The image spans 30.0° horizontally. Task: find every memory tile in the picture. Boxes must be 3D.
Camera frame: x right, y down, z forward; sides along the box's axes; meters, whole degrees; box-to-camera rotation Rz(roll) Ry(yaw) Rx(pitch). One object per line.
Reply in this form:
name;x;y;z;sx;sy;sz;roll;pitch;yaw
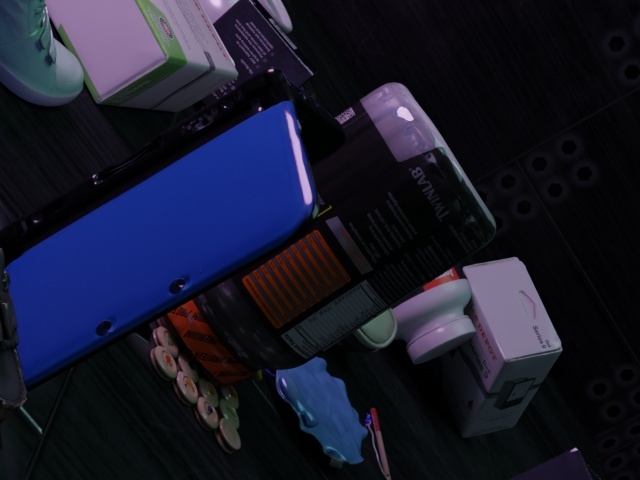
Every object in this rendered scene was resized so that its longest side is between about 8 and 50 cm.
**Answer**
memory tile;-0.128;0.146;1.251;0.148;0.012;0.113;54;14;-24

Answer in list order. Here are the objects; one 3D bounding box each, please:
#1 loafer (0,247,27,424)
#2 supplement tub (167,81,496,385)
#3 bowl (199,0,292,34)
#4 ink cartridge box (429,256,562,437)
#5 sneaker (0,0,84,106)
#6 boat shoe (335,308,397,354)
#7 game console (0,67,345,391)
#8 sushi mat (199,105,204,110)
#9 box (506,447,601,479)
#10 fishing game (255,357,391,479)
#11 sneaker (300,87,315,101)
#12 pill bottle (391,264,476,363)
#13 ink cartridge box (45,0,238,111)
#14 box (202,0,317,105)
loafer;-0.273;0.004;0.858;0.267;0.084;0.096;62;13;7
supplement tub;0.000;0.000;1.288;0.207;0.338;0.207;56;6;-9
bowl;-0.141;-0.395;2.099;0.298;0.134;0.298;56;14;-21
ink cartridge box;0.313;0.200;2.211;0.289;0.121;0.211;106;-31;-51
sneaker;-0.278;-0.231;1.202;0.094;0.151;0.256;65;13;26
boat shoe;-0.019;0.037;1.768;0.335;0.095;0.112;54;50;-11
game console;-0.112;0.007;1.000;0.173;0.293;0.250;66;14;19
sushi mat;-0.093;-0.101;1.899;0.151;0.019;0.316;65;14;23
box;0.167;0.391;1.099;0.312;0.343;0.179;46;20;-45
fishing game;-0.005;0.211;1.517;0.264;0.041;0.189;41;21;-33
sneaker;-0.024;-0.194;2.144;0.227;0.087;0.130;49;40;-25
pill bottle;0.148;0.047;2.114;0.323;0.181;0.181;63;14;15
ink cartridge box;-0.235;-0.279;1.541;0.198;0.115;0.273;61;14;4
box;-0.115;-0.262;1.805;0.156;0.158;0.093;50;11;-5
